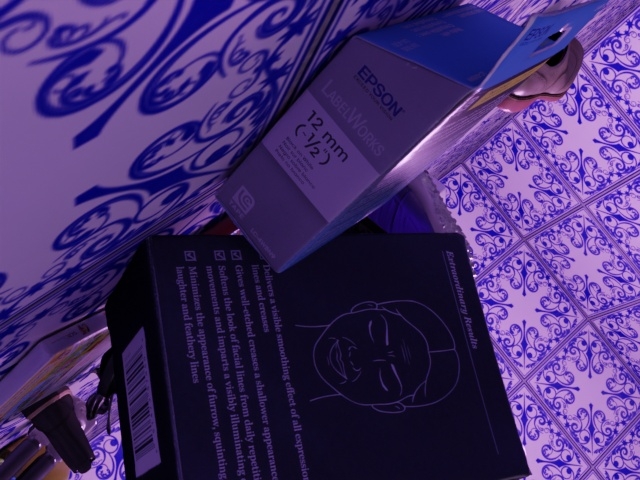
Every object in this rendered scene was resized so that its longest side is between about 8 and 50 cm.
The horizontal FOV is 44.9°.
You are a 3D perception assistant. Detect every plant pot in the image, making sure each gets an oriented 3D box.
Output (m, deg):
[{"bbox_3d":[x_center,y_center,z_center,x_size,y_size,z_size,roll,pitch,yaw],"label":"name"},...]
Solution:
[{"bbox_3d":[-0.551,0.427,1.461,0.134,0.134,0.095,-40,148,25],"label":"plant pot"}]

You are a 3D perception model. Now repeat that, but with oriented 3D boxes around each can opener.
[{"bbox_3d":[-0.505,0.381,1.336,0.095,0.076,0.283,-27,-165,44],"label":"can opener"}]

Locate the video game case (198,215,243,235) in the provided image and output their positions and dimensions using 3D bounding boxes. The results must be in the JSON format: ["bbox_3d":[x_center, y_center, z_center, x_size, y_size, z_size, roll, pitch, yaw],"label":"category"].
[{"bbox_3d":[-0.087,-0.026,1.046,0.285,0.025,0.204,-37,176,-22],"label":"video game case"}]

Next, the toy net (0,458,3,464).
[{"bbox_3d":[-0.581,0.387,1.210,0.122,0.045,0.232,-35,175,-44],"label":"toy net"}]

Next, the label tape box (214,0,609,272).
[{"bbox_3d":[0.088,-0.138,0.747,0.348,0.115,0.249,-45,173,38],"label":"label tape box"}]

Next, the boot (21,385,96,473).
[{"bbox_3d":[-0.398,0.303,1.210,0.077,0.137,0.198,-37,176,-10],"label":"boot"}]

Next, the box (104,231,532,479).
[{"bbox_3d":[-0.013,0.163,0.871,0.396,0.293,0.212,0,156,-28],"label":"box"}]

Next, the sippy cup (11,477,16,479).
[{"bbox_3d":[-0.584,0.535,1.338,0.240,0.306,0.224,99,4,-50],"label":"sippy cup"}]

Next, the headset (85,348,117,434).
[{"bbox_3d":[-0.239,0.217,1.218,0.394,0.243,0.185,-23,-155,35],"label":"headset"}]

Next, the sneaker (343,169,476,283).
[{"bbox_3d":[0.107,-0.019,1.098,0.146,0.293,0.102,-33,150,18],"label":"sneaker"}]

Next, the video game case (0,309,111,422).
[{"bbox_3d":[-0.329,0.155,0.970,0.227,0.026,0.206,-39,176,28],"label":"video game case"}]

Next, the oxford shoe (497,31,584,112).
[{"bbox_3d":[0.418,-0.329,1.398,0.348,0.123,0.130,-35,170,-47],"label":"oxford shoe"}]

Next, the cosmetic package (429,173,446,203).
[{"bbox_3d":[0.109,-0.010,1.439,0.224,0.138,0.224,-37,149,-14],"label":"cosmetic package"}]
